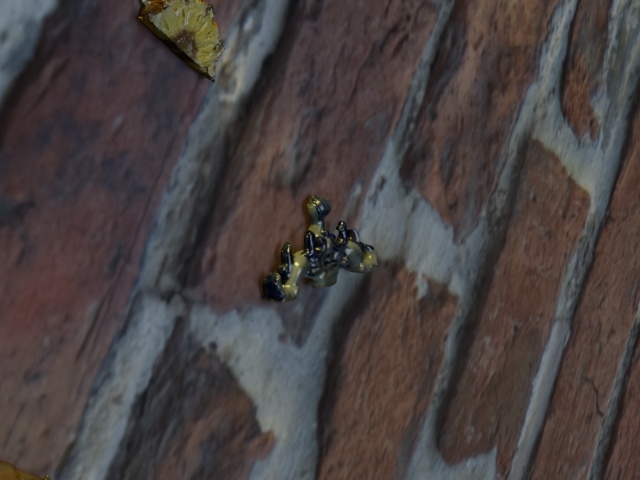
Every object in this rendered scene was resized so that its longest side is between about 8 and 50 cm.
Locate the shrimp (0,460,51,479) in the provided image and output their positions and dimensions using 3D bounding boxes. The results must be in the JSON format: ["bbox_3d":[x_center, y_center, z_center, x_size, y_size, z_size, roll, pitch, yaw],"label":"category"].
[{"bbox_3d":[-0.189,0.182,0.781,0.180,0.041,0.099,-9,89,-51],"label":"shrimp"}]

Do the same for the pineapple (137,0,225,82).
[{"bbox_3d":[-0.091,-0.147,0.858,0.083,0.019,0.045,35,74,-51],"label":"pineapple"}]

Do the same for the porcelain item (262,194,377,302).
[{"bbox_3d":[0.000,0.000,1.005,0.136,0.021,0.075,-18,107,-51],"label":"porcelain item"}]
